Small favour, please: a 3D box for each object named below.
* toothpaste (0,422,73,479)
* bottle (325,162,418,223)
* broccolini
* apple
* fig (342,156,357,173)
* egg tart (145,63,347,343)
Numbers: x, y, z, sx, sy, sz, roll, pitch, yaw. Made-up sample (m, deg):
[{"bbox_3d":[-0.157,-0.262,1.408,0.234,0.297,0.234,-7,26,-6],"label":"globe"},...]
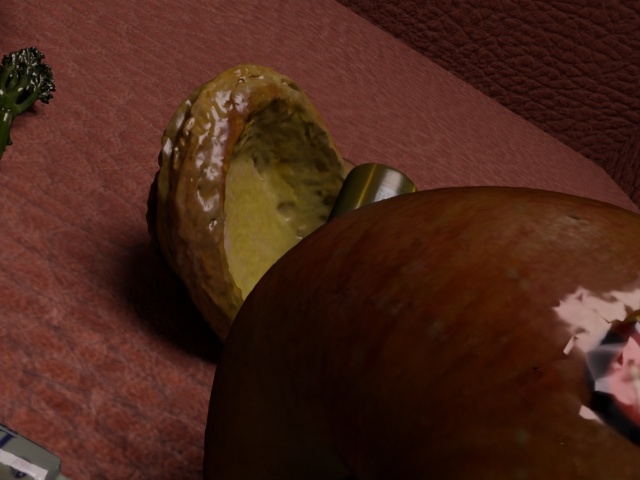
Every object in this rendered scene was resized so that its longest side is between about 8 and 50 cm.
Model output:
[{"bbox_3d":[-0.253,0.114,0.566,0.255,0.037,0.067,31,23,-7],"label":"toothpaste"},{"bbox_3d":[0.018,0.054,0.846,0.082,0.082,0.286,32,55,-13],"label":"bottle"},{"bbox_3d":[-0.318,-0.124,0.920,0.067,0.058,0.216,-8,42,-2],"label":"broccolini"},{"bbox_3d":[0.126,0.157,0.578,0.333,0.400,0.400,-3,44,-39],"label":"apple"},{"bbox_3d":[0.011,-0.013,1.051,0.160,0.143,0.231,41,20,-15],"label":"fig"},{"bbox_3d":[-0.078,-0.026,0.883,0.123,0.294,0.294,0,3,31],"label":"egg tart"}]
